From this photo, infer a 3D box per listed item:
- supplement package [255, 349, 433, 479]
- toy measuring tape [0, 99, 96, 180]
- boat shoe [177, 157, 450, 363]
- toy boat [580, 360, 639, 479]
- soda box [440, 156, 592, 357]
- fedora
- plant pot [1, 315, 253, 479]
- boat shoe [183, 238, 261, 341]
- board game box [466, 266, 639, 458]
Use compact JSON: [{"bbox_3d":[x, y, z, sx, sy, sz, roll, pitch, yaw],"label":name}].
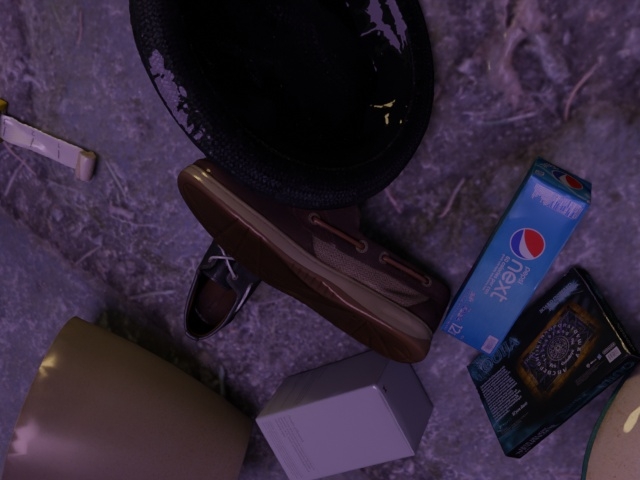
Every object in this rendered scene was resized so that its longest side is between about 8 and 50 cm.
[{"bbox_3d":[0.031,0.217,0.980,0.179,0.105,0.105,-22,101,28],"label":"supplement package"},{"bbox_3d":[-0.459,-0.146,1.015,0.330,0.121,0.121,25,118,10],"label":"toy measuring tape"},{"bbox_3d":[0.000,0.000,0.893,0.342,0.123,0.123,34,157,-2],"label":"boat shoe"},{"bbox_3d":[0.391,0.268,0.819,0.318,0.267,0.148,44,160,-15],"label":"toy boat"},{"bbox_3d":[0.210,0.020,0.847,0.067,0.071,0.210,29,119,7],"label":"soda box"},{"bbox_3d":[-0.048,-0.187,0.794,0.153,0.334,0.333,-3,115,60],"label":"fedora"},{"bbox_3d":[-0.239,0.264,1.046,0.274,0.256,0.256,18,118,-4],"label":"plant pot"},{"bbox_3d":[-0.105,0.029,0.971,0.084,0.079,0.233,34,116,6],"label":"boat shoe"},{"bbox_3d":[0.248,0.134,0.858,0.026,0.126,0.186,19,126,-31],"label":"board game box"}]
